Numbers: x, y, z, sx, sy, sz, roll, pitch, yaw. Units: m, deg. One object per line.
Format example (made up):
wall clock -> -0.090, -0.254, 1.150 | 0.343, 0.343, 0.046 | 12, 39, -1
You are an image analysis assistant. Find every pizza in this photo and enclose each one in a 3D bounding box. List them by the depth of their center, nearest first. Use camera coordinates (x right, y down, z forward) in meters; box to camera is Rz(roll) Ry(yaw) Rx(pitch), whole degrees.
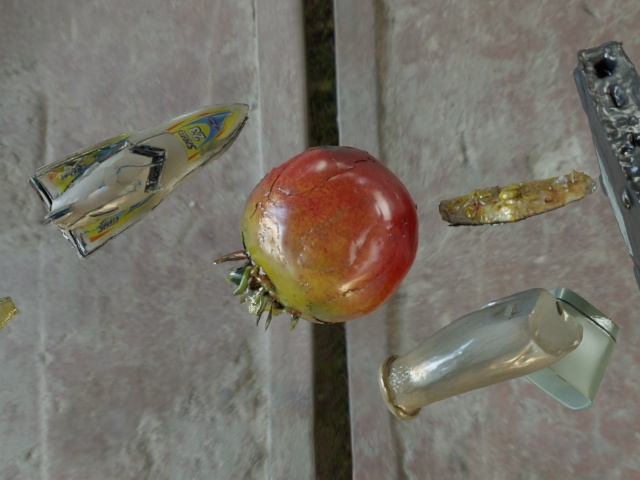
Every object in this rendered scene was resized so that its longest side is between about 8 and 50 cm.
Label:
pizza -> 0.214, -0.045, 1.117 | 0.178, 0.131, 0.041 | -9, 98, 26

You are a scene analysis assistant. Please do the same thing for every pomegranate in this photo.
pomegranate -> 0.000, 0.000, 1.139 | 0.235, 0.210, 0.210 | -36, 86, -4

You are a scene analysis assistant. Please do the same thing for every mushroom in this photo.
mushroom -> 0.184, 0.132, 1.171 | 0.247, 0.108, 0.096 | -26, 86, 14

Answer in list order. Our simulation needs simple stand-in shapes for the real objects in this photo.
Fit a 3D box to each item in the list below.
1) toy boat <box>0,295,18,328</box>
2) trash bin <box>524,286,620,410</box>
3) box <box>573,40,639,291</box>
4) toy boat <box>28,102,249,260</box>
toy boat -> -0.390, 0.126, 1.047 | 0.066, 0.065, 0.172 | 22, 58, 22
trash bin -> 0.339, 0.147, 1.354 | 0.116, 0.059, 0.130 | 36, 58, -8
box -> 0.470, -0.076, 1.460 | 0.091, 0.350, 0.359 | -17, 45, 12
toy boat -> -0.149, -0.066, 0.859 | 0.210, 0.066, 0.084 | -34, 87, -17
